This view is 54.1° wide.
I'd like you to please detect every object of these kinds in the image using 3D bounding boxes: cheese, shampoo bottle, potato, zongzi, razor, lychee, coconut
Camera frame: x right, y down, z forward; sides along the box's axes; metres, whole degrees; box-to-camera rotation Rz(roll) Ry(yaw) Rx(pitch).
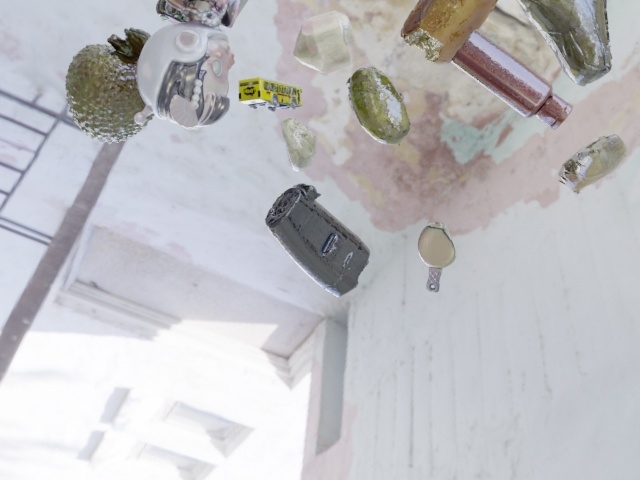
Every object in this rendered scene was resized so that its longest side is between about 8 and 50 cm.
[{"bbox_3d":[0.287,0.041,1.514,0.047,0.092,0.171,-26,105,-64],"label":"cheese"},{"bbox_3d":[0.401,-0.330,1.302,0.102,0.260,0.064,-51,176,-30],"label":"shampoo bottle"},{"bbox_3d":[0.166,-0.378,1.777,0.149,0.251,0.113,-28,180,-21],"label":"potato"},{"bbox_3d":[0.727,-0.225,1.618,0.194,0.099,0.197,-35,164,-11],"label":"zongzi"},{"bbox_3d":[-0.003,-0.001,1.732,0.107,0.327,0.189,-2,-131,52],"label":"razor"},{"bbox_3d":[-0.577,-0.428,1.752,0.270,0.269,0.320,-111,-160,-69],"label":"lychee"},{"bbox_3d":[0.812,-0.715,2.144,0.174,0.392,0.356,150,-61,-66],"label":"zongzi"},{"bbox_3d":[0.009,-0.562,1.787,0.171,0.182,0.171,-15,90,-83],"label":"coconut"}]

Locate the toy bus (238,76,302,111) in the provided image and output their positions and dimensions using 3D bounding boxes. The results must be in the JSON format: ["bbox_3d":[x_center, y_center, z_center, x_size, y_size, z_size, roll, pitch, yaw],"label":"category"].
[{"bbox_3d":[-0.132,-0.383,1.658,0.226,0.081,0.074,-15,102,-62],"label":"toy bus"}]

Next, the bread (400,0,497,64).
[{"bbox_3d":[0.381,-0.649,1.712,0.344,0.195,0.149,-58,-139,30],"label":"bread"}]

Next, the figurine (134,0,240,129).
[{"bbox_3d":[-0.295,-0.430,1.425,0.253,0.210,0.362,-1,98,-69],"label":"figurine"}]

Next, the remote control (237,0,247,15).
[{"bbox_3d":[-0.254,-0.851,2.096,0.286,0.038,0.123,-60,177,-11],"label":"remote control"}]

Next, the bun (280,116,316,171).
[{"bbox_3d":[-0.062,-0.305,1.950,0.183,0.102,0.184,163,-90,-89],"label":"bun"}]

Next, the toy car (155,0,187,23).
[{"bbox_3d":[-0.399,-0.650,1.794,0.055,0.142,0.069,-17,-123,60],"label":"toy car"}]
